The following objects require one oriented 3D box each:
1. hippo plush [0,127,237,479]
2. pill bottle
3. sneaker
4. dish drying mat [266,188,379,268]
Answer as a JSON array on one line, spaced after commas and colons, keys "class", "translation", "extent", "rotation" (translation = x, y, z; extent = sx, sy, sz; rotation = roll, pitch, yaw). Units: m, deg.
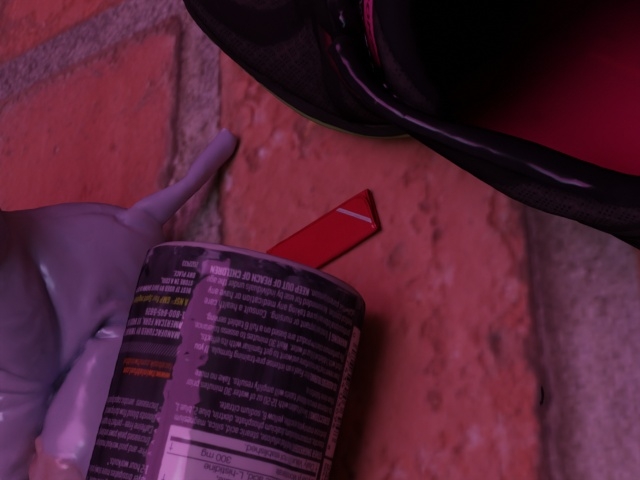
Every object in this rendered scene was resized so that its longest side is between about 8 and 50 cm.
[{"class": "hippo plush", "translation": [-0.218, 0.051, 0.723], "extent": [0.294, 0.236, 0.234], "rotation": [-31, 54, 26]}, {"class": "pill bottle", "translation": [-0.063, 0.133, 0.633], "extent": [0.130, 0.130, 0.246], "rotation": [3, 73, 40]}, {"class": "sneaker", "translation": [0.077, -0.125, 0.579], "extent": [0.482, 0.202, 0.185], "rotation": [27, 89, 43]}, {"class": "dish drying mat", "translation": [0.000, 0.000, 0.721], "extent": [0.083, 0.008, 0.032], "rotation": [-31, 55, 26]}]
